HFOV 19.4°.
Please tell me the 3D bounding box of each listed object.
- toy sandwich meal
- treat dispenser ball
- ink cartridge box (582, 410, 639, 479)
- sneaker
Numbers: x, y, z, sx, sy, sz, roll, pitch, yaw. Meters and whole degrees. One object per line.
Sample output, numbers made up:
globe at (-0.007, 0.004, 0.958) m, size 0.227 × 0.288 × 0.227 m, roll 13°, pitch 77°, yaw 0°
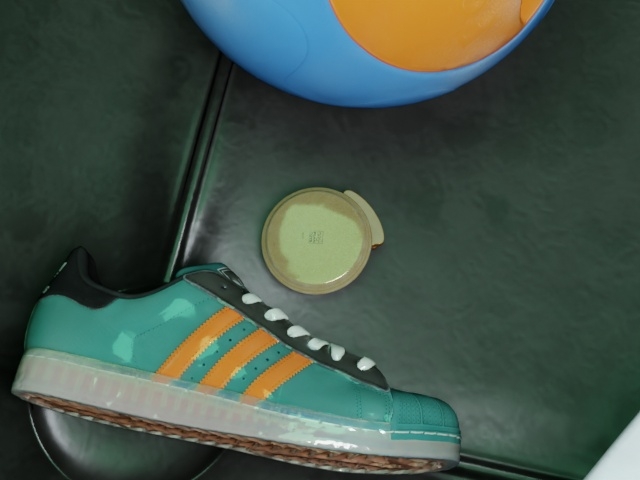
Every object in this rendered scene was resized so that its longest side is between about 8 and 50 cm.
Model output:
toy sandwich meal at (0.000, 0.000, 1.306) m, size 0.085 × 0.029 × 0.086 m, roll -1°, pitch 75°, yaw 4°
treat dispenser ball at (0.031, -0.232, 1.247) m, size 0.288 × 0.288 × 0.288 m, roll -1°, pitch 71°, yaw 2°
ink cartridge box at (0.236, 0.111, 1.112) m, size 0.091 × 0.308 × 0.385 m, roll 37°, pitch 75°, yaw 12°
sneaker at (-0.049, 0.076, 1.238) m, size 0.302 × 0.108 × 0.121 m, roll 11°, pitch 76°, yaw 7°
